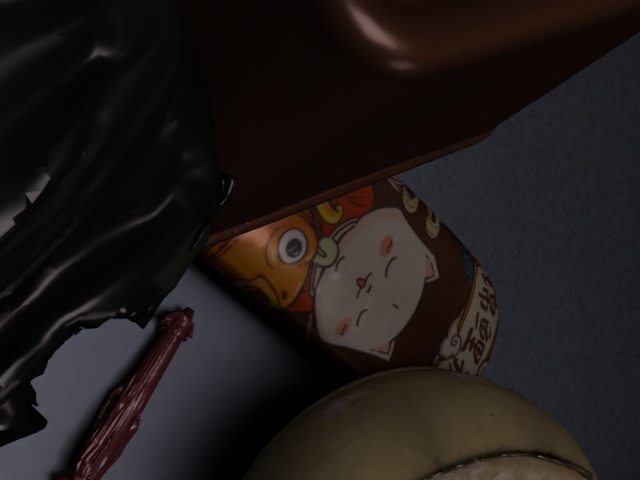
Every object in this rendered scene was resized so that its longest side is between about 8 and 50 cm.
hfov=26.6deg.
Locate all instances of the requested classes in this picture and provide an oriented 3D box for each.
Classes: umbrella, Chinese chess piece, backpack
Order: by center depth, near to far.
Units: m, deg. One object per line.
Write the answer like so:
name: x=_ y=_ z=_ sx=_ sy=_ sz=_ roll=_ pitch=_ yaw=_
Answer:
backpack: x=-0.246 y=-0.104 z=0.554 sx=0.363 sy=0.255 sz=0.446 roll=-39 pitch=85 yaw=-16
umbrella: x=-0.124 y=0.110 z=0.836 sx=0.027 sy=0.025 sz=0.165 roll=36 pitch=70 yaw=-11
Chinese chess piece: x=0.061 y=0.215 z=0.874 sx=0.270 sy=0.112 sz=0.270 roll=-13 pitch=119 yaw=-24

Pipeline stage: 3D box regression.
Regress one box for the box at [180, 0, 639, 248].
box: x=0.025 y=-0.171 z=0.738 sx=0.339 sy=0.229 sz=0.239 roll=-22 pitch=85 yaw=-40

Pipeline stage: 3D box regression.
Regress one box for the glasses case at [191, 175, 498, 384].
glasses case: x=0.000 y=0.000 z=0.878 sx=0.321 sy=0.082 sz=0.122 roll=41 pitch=67 yaw=-29
